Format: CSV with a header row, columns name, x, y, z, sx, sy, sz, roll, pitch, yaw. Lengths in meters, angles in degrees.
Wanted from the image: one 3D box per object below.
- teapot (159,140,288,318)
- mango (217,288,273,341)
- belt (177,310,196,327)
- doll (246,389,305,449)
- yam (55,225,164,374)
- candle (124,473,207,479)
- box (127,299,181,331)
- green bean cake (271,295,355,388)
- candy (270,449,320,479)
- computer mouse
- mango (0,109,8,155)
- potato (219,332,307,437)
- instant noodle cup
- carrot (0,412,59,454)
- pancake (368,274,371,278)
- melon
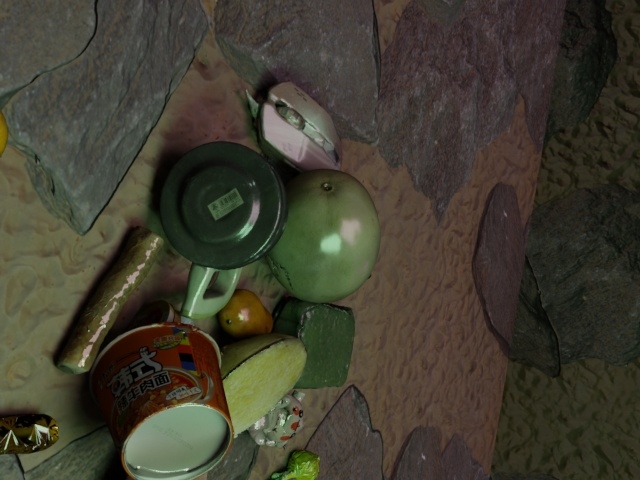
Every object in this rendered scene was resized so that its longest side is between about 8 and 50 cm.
name,x,y,z,sx,sy,sz,roll,pitch,yaw
teapot,-0.162,-0.018,1.591,0.239,0.239,0.322,24,57,-77
mango,-0.164,0.172,1.764,0.165,0.089,0.115,58,41,-47
belt,-0.303,0.205,1.591,0.105,0.058,0.140,45,64,-43
doll,-0.108,0.417,1.885,0.192,0.095,0.149,25,82,-56
yam,-0.379,0.106,1.457,0.300,0.066,0.066,-63,141,-24
candle,-0.316,0.538,1.527,0.287,0.131,0.317,-29,119,-79
box,-0.313,0.163,1.522,0.037,0.105,0.106,50,56,-35
green bean cake,-0.024,0.244,1.948,0.227,0.124,0.223,13,88,-54
candy,-0.104,0.585,1.963,0.262,0.077,0.073,-18,133,-44
computer mouse,-0.042,-0.237,1.833,0.389,0.114,0.200,46,56,-50
mango,-0.557,-0.168,1.104,0.262,0.108,0.157,23,88,-47
potato,-0.171,0.297,1.724,0.299,0.116,0.239,-36,140,-17
instant noodle cup,-0.272,0.297,1.438,0.250,0.192,0.251,-13,127,-18
carrot,-0.524,0.315,1.286,0.228,0.068,0.069,9,89,-55
pancake,0.114,0.012,2.192,0.184,0.020,0.191,46,61,-49
melon,0.000,0.000,1.802,0.268,0.268,0.330,-51,160,-37
